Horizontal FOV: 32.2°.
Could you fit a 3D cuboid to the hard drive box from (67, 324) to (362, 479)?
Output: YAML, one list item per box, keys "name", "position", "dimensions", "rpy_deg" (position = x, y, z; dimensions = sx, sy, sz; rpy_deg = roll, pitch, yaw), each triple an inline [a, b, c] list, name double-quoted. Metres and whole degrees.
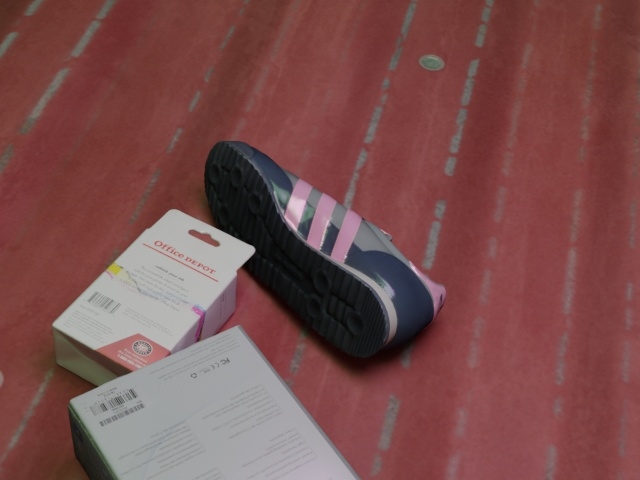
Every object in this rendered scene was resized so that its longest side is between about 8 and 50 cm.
- name: "hard drive box"
  position: [-0.088, 0.210, 0.974]
  dimensions: [0.181, 0.089, 0.232]
  rpy_deg: [-23, 52, -26]

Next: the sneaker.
- name: "sneaker"
  position: [0.000, 0.000, 1.196]
  dimensions: [0.131, 0.112, 0.319]
  rpy_deg: [-14, 50, -42]

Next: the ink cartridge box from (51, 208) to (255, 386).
- name: "ink cartridge box"
  position: [-0.162, 0.065, 1.121]
  dimensions: [0.115, 0.067, 0.198]
  rpy_deg: [26, 50, 17]
